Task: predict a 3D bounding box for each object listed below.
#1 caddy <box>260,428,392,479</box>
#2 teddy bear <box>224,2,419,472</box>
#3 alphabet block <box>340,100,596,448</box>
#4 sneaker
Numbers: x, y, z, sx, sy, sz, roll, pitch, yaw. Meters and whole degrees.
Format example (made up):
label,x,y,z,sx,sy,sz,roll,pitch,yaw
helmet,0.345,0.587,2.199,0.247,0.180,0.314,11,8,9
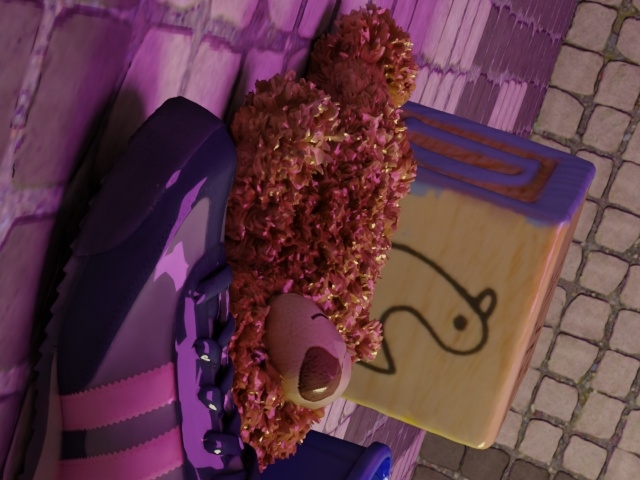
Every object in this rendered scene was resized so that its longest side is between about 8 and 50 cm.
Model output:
label,x,y,z,sx,sy,sz,roll,pitch,yaw
caddy,-0.049,0.252,0.880,0.341,0.179,0.241,-47,155,-62
teddy bear,0.000,0.000,0.851,0.338,0.113,0.245,-50,155,-59
alphabet block,0.094,0.019,1.117,0.193,0.192,0.197,-39,146,-65
sneaker,-0.065,0.095,0.656,0.112,0.131,0.319,-41,149,-66
